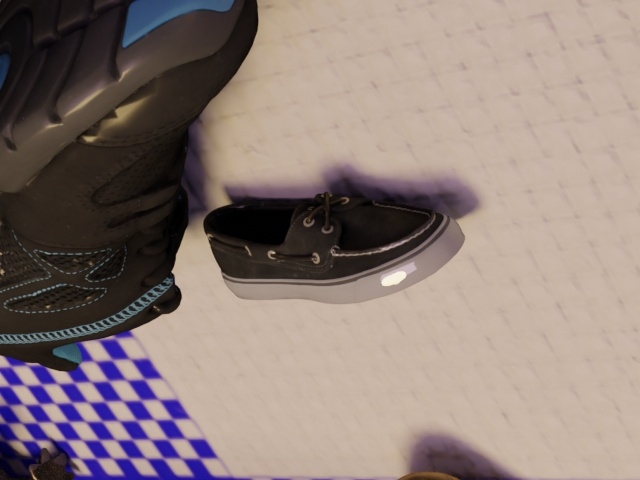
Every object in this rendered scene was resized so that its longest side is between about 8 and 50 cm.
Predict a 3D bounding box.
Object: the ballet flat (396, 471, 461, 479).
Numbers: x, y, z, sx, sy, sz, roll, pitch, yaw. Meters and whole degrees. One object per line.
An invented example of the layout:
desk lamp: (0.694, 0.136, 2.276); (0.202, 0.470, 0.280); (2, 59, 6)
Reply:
ballet flat: (0.130, 0.188, 0.804); (0.232, 0.080, 0.073); (34, 170, 9)

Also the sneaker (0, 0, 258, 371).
sneaker: (-0.105, -0.036, 0.733); (0.140, 0.125, 0.341); (26, 148, -22)

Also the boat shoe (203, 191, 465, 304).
boat shoe: (0.000, 0.000, 0.717); (0.142, 0.049, 0.040); (-7, 124, 44)

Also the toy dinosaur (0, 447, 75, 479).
toy dinosaur: (-0.233, 0.214, 1.039); (0.160, 0.121, 0.313); (-13, 103, 47)
